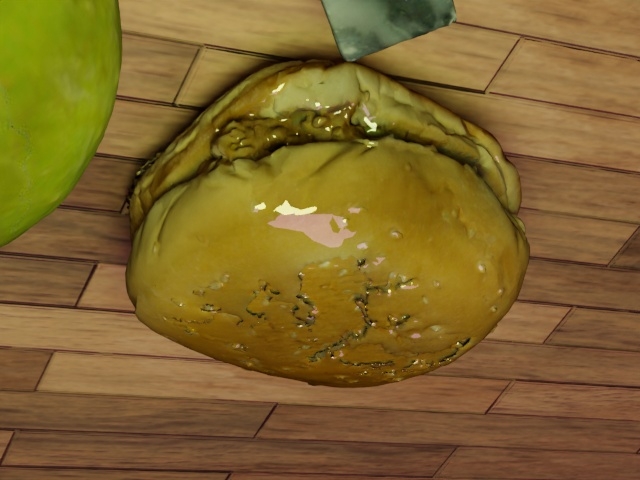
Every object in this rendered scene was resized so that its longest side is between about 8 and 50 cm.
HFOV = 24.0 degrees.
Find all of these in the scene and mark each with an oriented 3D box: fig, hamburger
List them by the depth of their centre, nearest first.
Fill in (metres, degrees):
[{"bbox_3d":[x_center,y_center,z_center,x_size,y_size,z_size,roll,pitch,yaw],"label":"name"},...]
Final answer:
[{"bbox_3d":[-0.235,-0.108,0.880,0.258,0.258,0.326,-16,177,-2],"label":"fig"},{"bbox_3d":[0.003,0.004,1.199,0.304,0.174,0.284,22,140,-31],"label":"hamburger"}]

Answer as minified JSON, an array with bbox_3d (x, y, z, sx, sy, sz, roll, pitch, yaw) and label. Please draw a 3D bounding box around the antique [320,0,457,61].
[{"bbox_3d":[0.023,-0.218,0.990,0.086,0.088,0.183,-20,141,3],"label":"antique"}]
